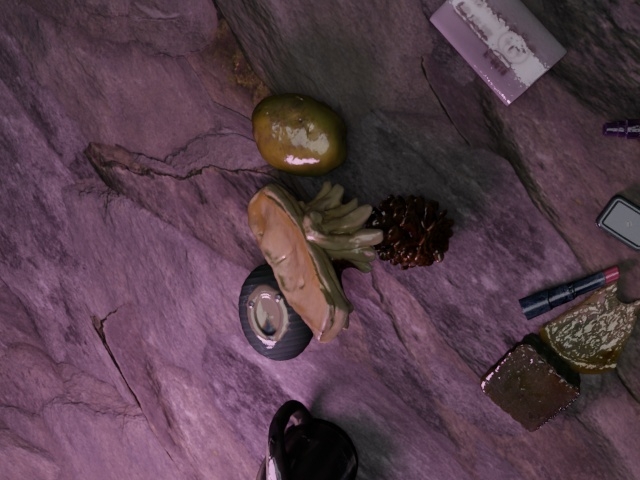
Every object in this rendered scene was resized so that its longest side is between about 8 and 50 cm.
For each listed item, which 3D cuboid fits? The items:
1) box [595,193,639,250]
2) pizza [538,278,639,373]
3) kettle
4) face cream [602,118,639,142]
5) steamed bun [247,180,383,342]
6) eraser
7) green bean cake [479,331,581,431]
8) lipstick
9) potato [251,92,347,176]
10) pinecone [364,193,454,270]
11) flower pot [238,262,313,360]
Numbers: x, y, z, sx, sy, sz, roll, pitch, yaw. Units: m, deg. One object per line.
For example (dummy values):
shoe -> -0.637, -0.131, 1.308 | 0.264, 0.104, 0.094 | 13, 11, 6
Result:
box -> 0.695, -0.039, 1.825 | 0.126, 0.031, 0.091 | 36, 104, 8
pizza -> 0.646, 0.205, 1.869 | 0.262, 0.034, 0.181 | -43, 85, 15
kettle -> -0.055, 0.546, 1.935 | 0.228, 0.324, 0.320 | -8, 96, 15
face cream -> 0.759, -0.242, 1.759 | 0.273, 0.078, 0.078 | 2, 98, 13
steamed bun -> 0.000, 0.000, 1.869 | 0.428, 0.189, 0.247 | 55, 141, 35
eraser -> 0.398, -0.459, 1.812 | 0.174, 0.095, 0.270 | -42, 86, 18
green bean cake -> 0.490, 0.326, 1.879 | 0.181, 0.094, 0.173 | 42, 117, 5
lipstick -> 0.577, 0.114, 1.869 | 0.234, 0.053, 0.053 | -26, 91, 12
potato -> -0.049, -0.251, 1.919 | 0.228, 0.148, 0.197 | -1, 110, 15
pinecone -> 0.195, -0.021, 1.877 | 0.212, 0.168, 0.185 | 14, 142, 17
flower pot -> -0.106, 0.175, 1.986 | 0.189, 0.157, 0.243 | -11, 88, 17
